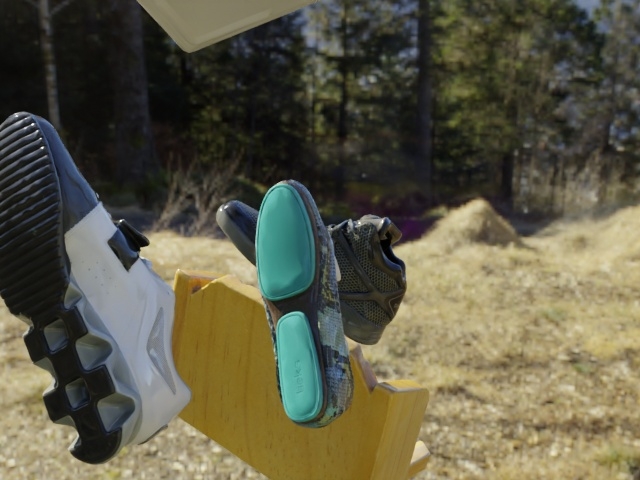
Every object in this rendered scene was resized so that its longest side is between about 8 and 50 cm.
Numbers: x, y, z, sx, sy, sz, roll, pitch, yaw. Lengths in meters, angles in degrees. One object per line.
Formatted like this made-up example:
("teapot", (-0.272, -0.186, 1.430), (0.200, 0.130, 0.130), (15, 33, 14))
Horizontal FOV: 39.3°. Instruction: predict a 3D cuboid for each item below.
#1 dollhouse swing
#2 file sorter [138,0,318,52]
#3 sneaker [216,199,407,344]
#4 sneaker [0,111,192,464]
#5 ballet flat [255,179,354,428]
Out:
("dollhouse swing", (0.008, 0.188, 1.270), (0.347, 0.315, 0.305), (26, 29, 28))
("file sorter", (0.019, -0.231, 0.324), (0.277, 0.173, 0.193), (-19, -20, 12))
("sneaker", (0.000, 0.000, 0.980), (0.227, 0.130, 0.087), (35, 11, 11))
("sneaker", (-0.220, 0.036, 0.866), (0.122, 0.331, 0.146), (-20, -3, 33))
("ballet flat", (-0.009, 0.049, 0.691), (0.070, 0.188, 0.070), (-4, -11, -1))
